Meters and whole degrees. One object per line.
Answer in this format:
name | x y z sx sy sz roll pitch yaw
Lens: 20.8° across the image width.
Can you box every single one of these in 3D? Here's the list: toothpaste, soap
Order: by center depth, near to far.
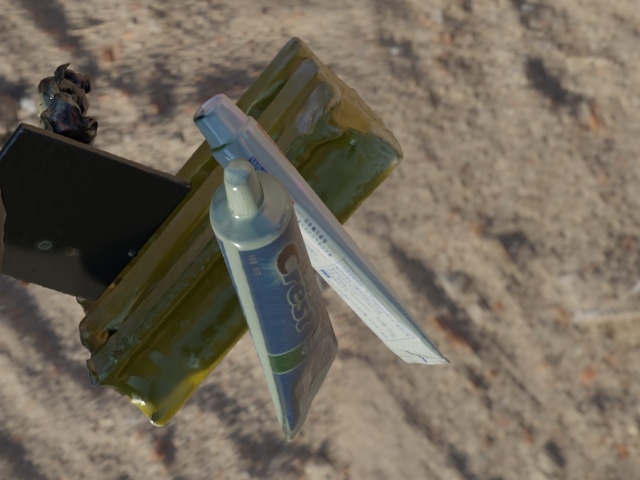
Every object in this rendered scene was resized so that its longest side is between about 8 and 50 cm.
toothpaste | -0.018 0.024 0.761 0.035 0.197 0.057 16 62 19
toothpaste | 0.000 0.000 1.054 0.218 0.033 0.052 50 155 -19
soap | -0.076 -0.011 1.481 0.091 0.199 0.315 38 98 -24

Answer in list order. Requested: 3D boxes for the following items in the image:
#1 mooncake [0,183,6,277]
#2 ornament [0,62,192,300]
mooncake | -0.402 -0.030 1.028 0.381 0.212 0.350 -39 70 19
ornament | -0.222 -0.079 1.424 0.166 0.153 0.196 -47 38 31
